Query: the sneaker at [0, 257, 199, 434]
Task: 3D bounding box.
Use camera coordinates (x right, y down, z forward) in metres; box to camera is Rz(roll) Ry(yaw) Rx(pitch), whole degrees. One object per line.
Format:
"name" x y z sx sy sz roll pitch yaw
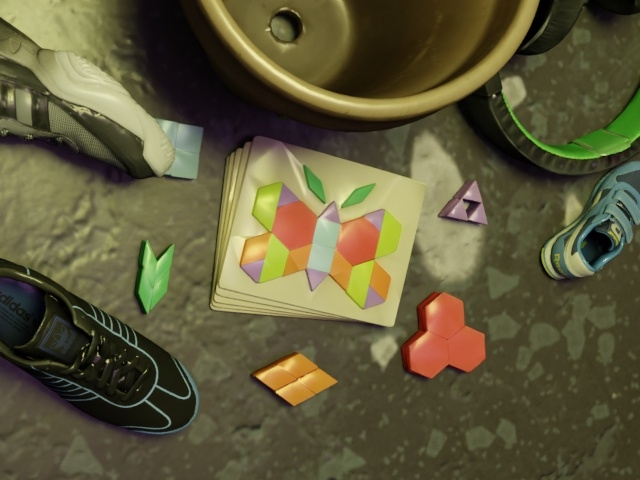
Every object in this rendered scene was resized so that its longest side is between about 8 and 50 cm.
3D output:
"sneaker" -0.189 0.090 0.883 0.232 0.090 0.081 32 82 -18

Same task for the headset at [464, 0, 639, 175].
"headset" 0.229 -0.244 0.969 0.243 0.185 0.394 -23 112 -18

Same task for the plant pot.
"plant pot" 0.002 -0.196 0.854 0.263 0.229 0.263 2 83 -17

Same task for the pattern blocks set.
"pattern blocks set" 0.000 0.000 0.983 0.324 0.026 0.286 -2 94 -20

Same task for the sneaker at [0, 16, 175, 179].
"sneaker" -0.252 -0.089 0.849 0.268 0.101 0.153 33 82 -13

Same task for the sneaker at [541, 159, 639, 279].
"sneaker" 0.274 -0.017 1.064 0.053 0.059 0.144 44 77 -14
